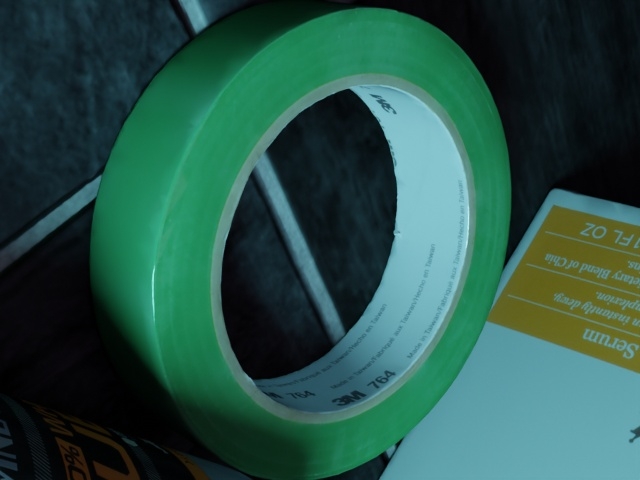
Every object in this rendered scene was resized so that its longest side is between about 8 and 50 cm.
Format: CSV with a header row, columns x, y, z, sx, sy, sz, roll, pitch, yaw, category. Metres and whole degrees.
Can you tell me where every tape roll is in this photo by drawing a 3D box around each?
x,y,z,sx,sy,sz,roll,pitch,yaw,category
0.000,0.000,0.772,0.321,0.077,0.321,-14,112,-39,tape roll

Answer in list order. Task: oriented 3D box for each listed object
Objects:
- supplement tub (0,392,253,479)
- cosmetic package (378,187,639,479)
x,y,z,sx,sy,sz,roll,pitch,yaw,category
-0.170,0.181,0.589,0.316,0.193,0.193,29,82,-44,supplement tub
0.199,0.197,0.912,0.161,0.230,0.453,44,71,-41,cosmetic package
